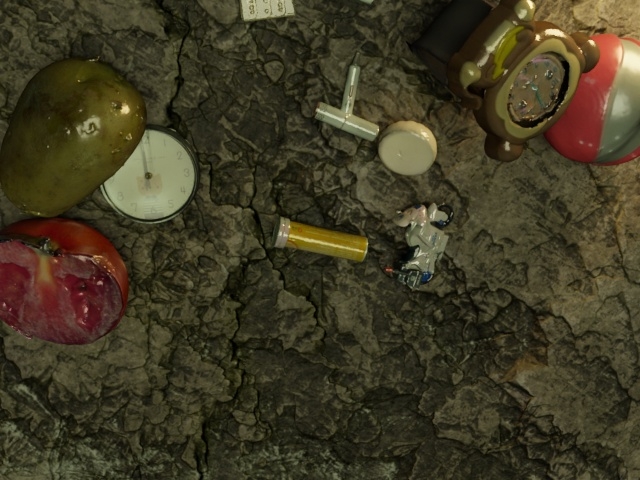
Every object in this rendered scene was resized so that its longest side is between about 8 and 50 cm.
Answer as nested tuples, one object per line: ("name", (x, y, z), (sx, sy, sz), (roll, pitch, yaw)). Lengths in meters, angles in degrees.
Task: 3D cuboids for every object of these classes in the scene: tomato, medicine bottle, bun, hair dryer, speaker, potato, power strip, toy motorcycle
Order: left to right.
("tomato", (-0.587, 0.075, 1.806), (0.334, 0.176, 0.290), (11, 125, -6))
("potato", (-0.531, -0.216, 1.690), (0.359, 0.270, 0.219), (-41, 152, 19))
("power strip", (-0.114, -0.508, 1.760), (0.123, 0.032, 0.056), (-8, 109, -6))
("medicine bottle", (0.000, 0.000, 1.908), (0.218, 0.074, 0.074), (12, 105, -12))
("hair dryer", (0.084, -0.334, 1.837), (0.155, 0.044, 0.183), (21, 100, -15))
("bun", (0.203, -0.222, 1.859), (0.138, 0.094, 0.138), (13, 138, 12))
("toy motorcycle", (0.227, 0.008, 1.928), (0.150, 0.102, 0.221), (10, 105, -23))
("speaker", (0.626, -0.311, 1.817), (0.294, 0.294, 0.294), (-2, 107, -7))

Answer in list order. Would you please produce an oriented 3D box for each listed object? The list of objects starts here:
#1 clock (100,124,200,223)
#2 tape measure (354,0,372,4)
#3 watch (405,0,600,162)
("clock", (-0.383, -0.146, 1.825), (0.226, 0.049, 0.226), (-2, 107, -7))
("tape measure", (0.015, -0.568, 1.649), (0.243, 0.246, 0.125), (30, 100, -4))
("watch", (0.343, -0.383, 1.696), (0.314, 0.327, 0.335), (-51, 133, 6))
